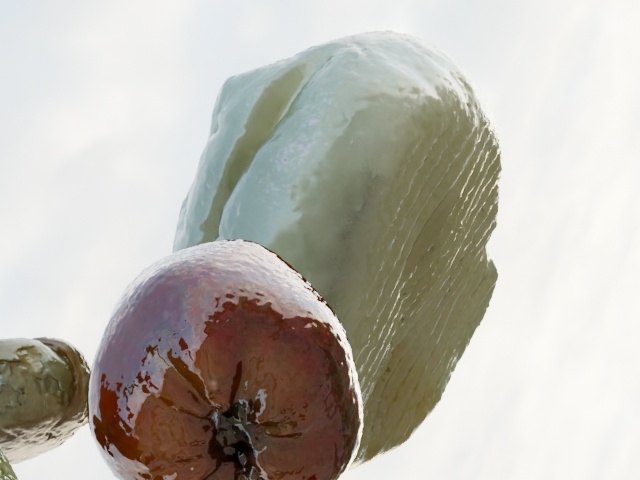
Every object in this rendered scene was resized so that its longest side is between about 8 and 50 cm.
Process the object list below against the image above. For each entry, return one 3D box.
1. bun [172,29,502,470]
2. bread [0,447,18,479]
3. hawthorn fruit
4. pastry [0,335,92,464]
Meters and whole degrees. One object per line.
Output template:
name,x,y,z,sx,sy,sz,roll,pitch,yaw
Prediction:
bun,0.000,0.000,1.402,0.365,0.219,0.365,-48,-33,-46
bread,-0.165,0.096,0.810,0.028,0.153,0.068,-34,-23,3
hawthorn fruit,-0.049,0.063,0.860,0.133,0.138,0.133,-3,-66,-6
pastry,-0.236,0.123,1.332,0.153,0.081,0.153,-13,-25,-6
